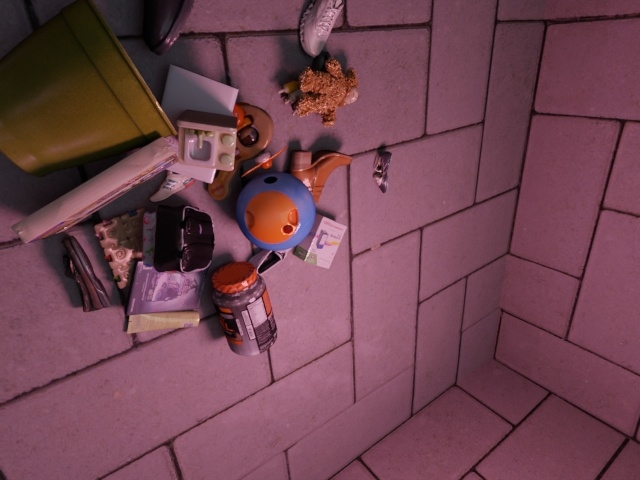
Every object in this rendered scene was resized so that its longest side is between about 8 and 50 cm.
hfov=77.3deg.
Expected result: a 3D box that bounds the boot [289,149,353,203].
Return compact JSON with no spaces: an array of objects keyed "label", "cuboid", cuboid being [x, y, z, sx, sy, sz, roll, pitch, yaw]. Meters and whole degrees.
[{"label":"boot","cuboid":[0.003,-0.255,1.637,0.284,0.109,0.219,-9,113,-33]}]

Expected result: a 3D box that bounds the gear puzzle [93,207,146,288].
[{"label":"gear puzzle","cuboid":[-0.616,0.061,1.334,0.176,0.044,0.338,-30,128,-35]}]

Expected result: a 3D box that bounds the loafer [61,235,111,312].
[{"label":"loafer","cuboid":[-0.736,0.114,1.228,0.084,0.096,0.267,-24,124,-22]}]

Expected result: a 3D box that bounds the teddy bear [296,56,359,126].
[{"label":"teddy bear","cuboid":[0.035,-0.549,1.486,0.338,0.113,0.244,-2,109,-54]}]

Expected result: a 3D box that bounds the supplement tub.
[{"label":"supplement tub","cuboid":[-0.296,0.264,1.559,0.207,0.207,0.337,-26,122,-28]}]

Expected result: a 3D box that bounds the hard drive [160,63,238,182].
[{"label":"hard drive","cuboid":[-0.396,-0.353,1.241,0.203,0.040,0.307,17,109,-13]}]

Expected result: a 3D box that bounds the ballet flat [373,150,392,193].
[{"label":"ballet flat","cuboid":[0.284,-0.318,1.870,0.074,0.074,0.203,-16,124,-33]}]

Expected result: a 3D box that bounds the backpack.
[{"label":"backpack","cuboid":[-0.453,-0.002,1.311,0.253,0.191,0.224,1,91,-77]}]

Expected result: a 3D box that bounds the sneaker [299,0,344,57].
[{"label":"sneaker","cuboid":[0.014,-0.801,1.413,0.110,0.118,0.291,8,105,-42]}]

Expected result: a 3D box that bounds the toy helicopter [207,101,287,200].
[{"label":"toy helicopter","cuboid":[-0.270,-0.282,1.364,0.235,0.140,0.354,32,110,0]}]

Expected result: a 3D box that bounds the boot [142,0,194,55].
[{"label":"boot","cuboid":[-0.524,-0.747,0.985,0.445,0.146,0.366,25,83,-46]}]

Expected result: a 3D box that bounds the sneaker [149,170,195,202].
[{"label":"sneaker","cuboid":[-0.499,-0.187,1.318,0.161,0.057,0.075,-34,110,-21]}]

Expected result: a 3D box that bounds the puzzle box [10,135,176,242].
[{"label":"puzzle box","cuboid":[-0.575,-0.141,1.084,0.409,0.272,0.052,-35,105,-9]}]

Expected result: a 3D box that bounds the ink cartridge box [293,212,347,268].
[{"label":"ink cartridge box","cuboid":[0.000,0.000,1.757,0.154,0.093,0.212,21,93,-41]}]

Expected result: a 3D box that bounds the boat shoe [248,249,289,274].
[{"label":"boat shoe","cuboid":[-0.176,0.053,1.644,0.258,0.084,0.095,-44,129,-15]}]

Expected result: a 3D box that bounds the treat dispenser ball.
[{"label":"treat dispenser ball","cuboid":[-0.161,-0.105,1.454,0.289,0.288,0.287,-16,118,-33]}]

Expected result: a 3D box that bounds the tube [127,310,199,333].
[{"label":"tube","cuboid":[-0.569,0.289,1.460,0.240,0.062,0.069,3,65,-35]}]

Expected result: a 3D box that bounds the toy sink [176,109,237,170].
[{"label":"toy sink","cuboid":[-0.316,-0.280,1.130,0.153,0.234,0.131,4,113,-14]}]

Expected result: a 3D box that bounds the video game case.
[{"label":"video game case","cuboid":[-0.535,0.162,1.419,0.274,0.026,0.195,5,106,-49]}]

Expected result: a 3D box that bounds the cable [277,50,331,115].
[{"label":"cable","cuboid":[-0.036,-0.580,1.494,0.287,0.072,0.139,-46,129,-14]}]

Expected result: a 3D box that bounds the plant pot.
[{"label":"plant pot","cuboid":[-0.615,-0.344,0.990,0.353,0.366,0.366,-32,126,-9]}]
